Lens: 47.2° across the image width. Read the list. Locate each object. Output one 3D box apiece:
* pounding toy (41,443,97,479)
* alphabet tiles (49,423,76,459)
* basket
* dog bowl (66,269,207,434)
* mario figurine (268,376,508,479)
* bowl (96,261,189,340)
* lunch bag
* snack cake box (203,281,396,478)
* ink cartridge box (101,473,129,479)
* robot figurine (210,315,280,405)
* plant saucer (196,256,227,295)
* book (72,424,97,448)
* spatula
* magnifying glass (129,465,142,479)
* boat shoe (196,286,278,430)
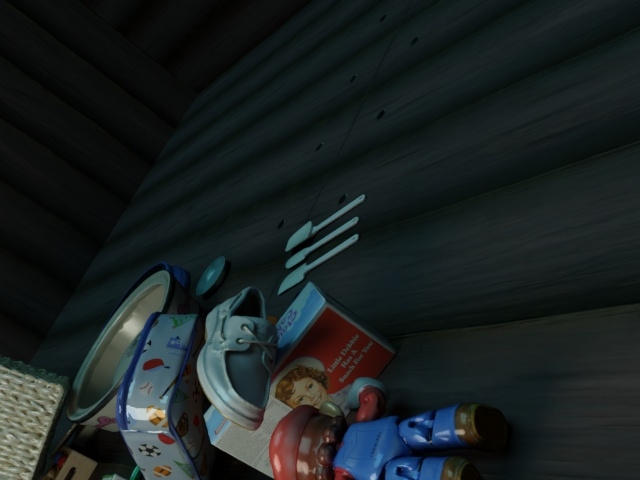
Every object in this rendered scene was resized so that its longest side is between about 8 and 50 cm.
[{"bbox_3d":[-0.629,0.573,1.770,0.130,0.100,0.141,-12,46,58],"label":"pounding toy"},{"bbox_3d":[-0.640,0.484,1.926,0.198,0.009,0.237,-53,4,-7],"label":"alphabet tiles"},{"bbox_3d":[-0.784,0.414,1.736,0.331,0.328,0.266,153,138,-73],"label":"basket"},{"bbox_3d":[-0.422,0.279,1.744,0.408,0.150,0.408,-43,24,25],"label":"dog bowl"},{"bbox_3d":[0.079,0.270,0.894,0.320,0.170,0.198,-12,8,43],"label":"mario figurine"},{"bbox_3d":[-0.523,0.230,2.098,0.391,0.077,0.391,-41,26,25],"label":"bowl"},{"bbox_3d":[-0.243,0.281,1.259,0.115,0.303,0.243,0,43,7],"label":"lunch bag"},{"bbox_3d":[-0.032,0.213,1.090,0.264,0.152,0.089,-51,23,2],"label":"snack cake box"},{"bbox_3d":[-0.385,0.547,1.335,0.062,0.109,0.209,-28,34,46],"label":"ink cartridge box"},{"bbox_3d":[-0.122,0.229,1.276,0.158,0.128,0.219,-32,29,32],"label":"robot figurine"},{"bbox_3d":[-0.276,0.096,1.892,0.119,0.021,0.119,-42,25,25],"label":"plant saucer"},{"bbox_3d":[-0.602,0.470,1.959,0.144,0.035,0.096,-52,19,1],"label":"book"},{"bbox_3d":[0.000,0.000,1.510,0.242,0.019,0.168,-35,28,37],"label":"spatula"},{"bbox_3d":[-0.322,0.467,1.442,0.231,0.026,0.092,-17,41,53],"label":"magnifying glass"},{"bbox_3d":[-0.104,0.144,1.007,0.096,0.098,0.277,-48,25,13],"label":"boat shoe"}]
